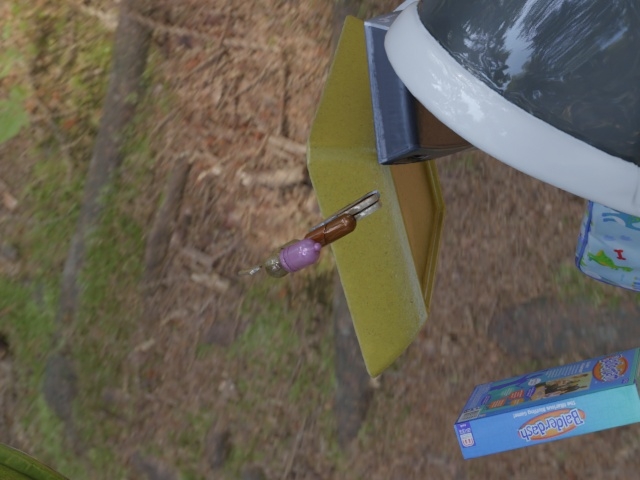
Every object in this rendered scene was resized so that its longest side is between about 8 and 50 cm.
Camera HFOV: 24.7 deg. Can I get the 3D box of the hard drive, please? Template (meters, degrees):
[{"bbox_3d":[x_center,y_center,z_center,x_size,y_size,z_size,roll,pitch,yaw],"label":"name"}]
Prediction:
[{"bbox_3d":[0.139,-0.178,1.645,0.054,0.254,0.172,-1,99,33],"label":"hard drive"}]

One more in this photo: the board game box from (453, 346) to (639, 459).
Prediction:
[{"bbox_3d":[0.272,0.187,1.690,0.210,0.160,0.047,-16,96,18],"label":"board game box"}]

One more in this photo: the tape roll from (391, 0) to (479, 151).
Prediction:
[{"bbox_3d":[0.177,-0.230,1.972,0.219,0.072,0.219,0,91,29],"label":"tape roll"}]

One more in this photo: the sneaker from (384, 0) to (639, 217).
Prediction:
[{"bbox_3d":[0.173,-0.076,0.505,0.295,0.104,0.147,12,125,-39],"label":"sneaker"}]

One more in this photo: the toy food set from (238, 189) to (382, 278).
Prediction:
[{"bbox_3d":[0.000,0.000,1.064,0.122,0.078,0.019,-31,94,-11],"label":"toy food set"}]

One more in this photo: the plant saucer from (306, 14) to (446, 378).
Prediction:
[{"bbox_3d":[0.083,-0.061,1.766,0.081,0.333,0.333,-6,124,16],"label":"plant saucer"}]

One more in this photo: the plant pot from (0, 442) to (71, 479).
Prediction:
[{"bbox_3d":[-0.222,0.305,0.635,0.366,0.353,0.366,-2,101,-10],"label":"plant pot"}]

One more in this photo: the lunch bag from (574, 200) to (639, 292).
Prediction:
[{"bbox_3d":[0.366,-0.016,1.545,0.176,0.090,0.219,14,155,8],"label":"lunch bag"}]
